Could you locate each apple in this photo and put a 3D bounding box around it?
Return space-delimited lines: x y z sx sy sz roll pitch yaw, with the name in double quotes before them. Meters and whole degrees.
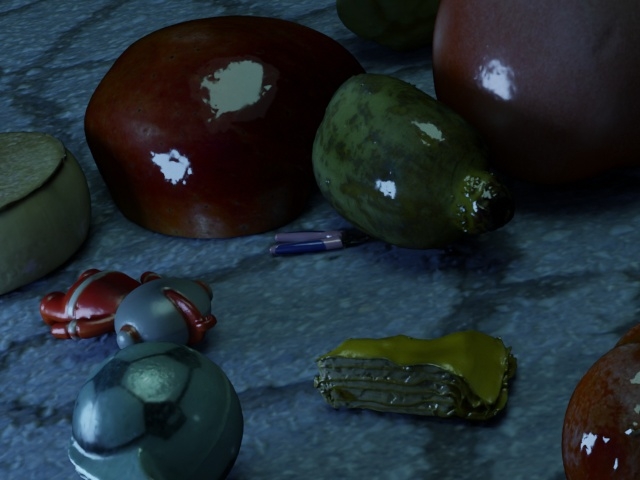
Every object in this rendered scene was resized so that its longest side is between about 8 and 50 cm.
"apple" -0.113 -0.141 2.100 0.365 0.295 0.328 16 1 41

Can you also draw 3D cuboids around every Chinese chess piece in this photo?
"Chinese chess piece" -0.407 -0.032 2.013 0.270 0.112 0.270 -10 27 5

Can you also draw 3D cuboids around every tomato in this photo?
"tomato" 0.295 0.166 1.270 0.232 0.189 0.232 -7 43 7
"tomato" 0.283 -0.226 1.881 0.321 0.322 0.321 -9 27 5

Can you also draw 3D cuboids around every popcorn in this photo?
"popcorn" 0.147 -0.431 2.365 0.293 0.292 0.334 1 34 14

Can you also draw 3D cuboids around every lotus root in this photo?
"lotus root" 0.096 -0.084 1.844 0.173 0.173 0.309 -23 28 -20

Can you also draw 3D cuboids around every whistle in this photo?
"whistle" -0.122 0.175 1.461 0.163 0.164 0.289 -29 33 -29

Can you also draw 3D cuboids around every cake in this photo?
"cake" 0.094 0.110 1.579 0.184 0.080 0.116 1 32 33

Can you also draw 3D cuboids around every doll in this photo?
"doll" -0.191 0.073 1.769 0.245 0.076 0.142 10 35 43

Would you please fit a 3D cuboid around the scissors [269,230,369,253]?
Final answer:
"scissors" 0.000 0.000 1.893 0.113 0.012 0.039 -4 28 14
